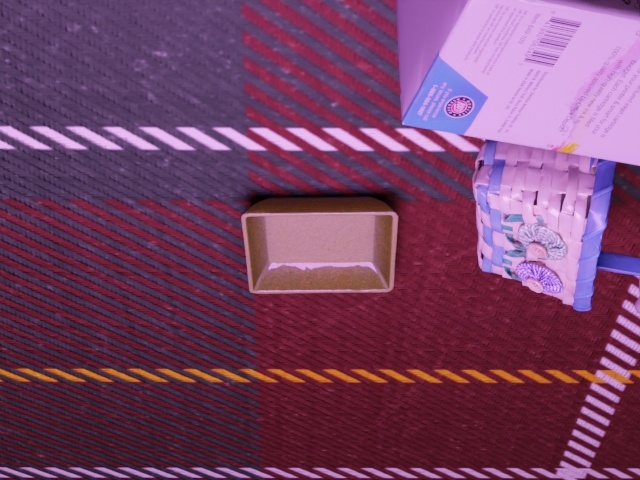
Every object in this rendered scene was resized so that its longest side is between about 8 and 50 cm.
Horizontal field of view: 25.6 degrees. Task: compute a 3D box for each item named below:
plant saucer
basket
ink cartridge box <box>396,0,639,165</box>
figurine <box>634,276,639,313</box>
[{"bbox_3d":[0.000,0.000,1.762,0.188,0.045,0.188,-1,148,0],"label":"plant saucer"},{"bbox_3d":[0.319,-0.035,1.566,0.289,0.201,0.255,4,147,12],"label":"basket"},{"bbox_3d":[0.228,-0.214,1.291,0.270,0.197,0.198,9,146,-14],"label":"ink cartridge box"},{"bbox_3d":[0.547,0.061,1.834,0.215,0.092,0.209,-28,142,37],"label":"figurine"}]
